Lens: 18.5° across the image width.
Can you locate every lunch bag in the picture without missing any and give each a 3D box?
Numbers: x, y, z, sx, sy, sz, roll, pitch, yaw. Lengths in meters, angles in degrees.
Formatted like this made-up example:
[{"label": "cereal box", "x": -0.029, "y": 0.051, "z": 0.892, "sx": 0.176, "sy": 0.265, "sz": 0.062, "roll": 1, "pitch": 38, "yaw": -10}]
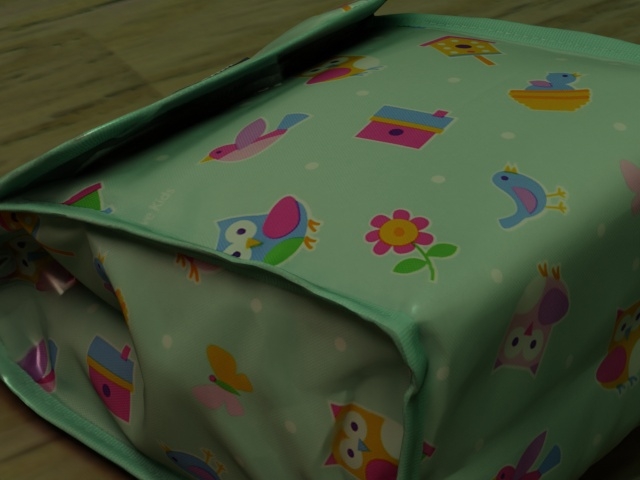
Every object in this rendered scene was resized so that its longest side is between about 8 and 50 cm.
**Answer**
[{"label": "lunch bag", "x": 0.000, "y": 0.000, "z": 0.774, "sx": 0.262, "sy": 0.160, "sz": 0.223, "roll": 21, "pitch": 39, "yaw": 36}]
